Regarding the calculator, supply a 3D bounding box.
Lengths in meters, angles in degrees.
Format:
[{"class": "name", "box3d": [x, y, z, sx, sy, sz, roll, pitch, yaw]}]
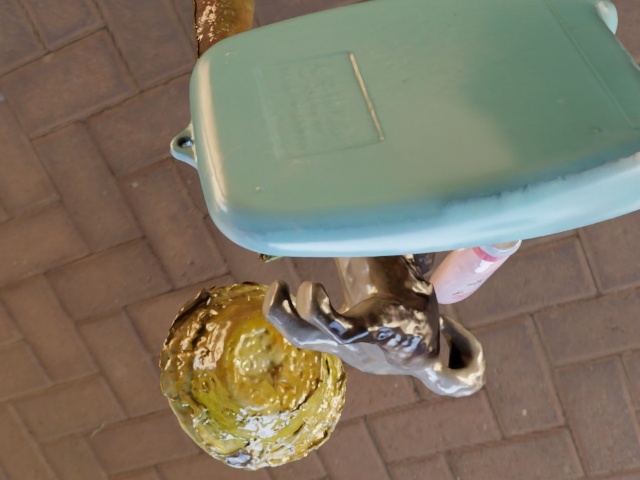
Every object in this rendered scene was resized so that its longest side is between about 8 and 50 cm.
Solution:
[{"class": "calculator", "box3d": [0.081, -0.100, 0.605, 0.386, 0.256, 0.054, -11, 141, -6]}]

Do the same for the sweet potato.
[{"class": "sweet potato", "box3d": [-0.113, -0.222, 0.912, 0.075, 0.273, 0.075, -2, 135, -2]}]

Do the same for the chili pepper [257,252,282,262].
[{"class": "chili pepper", "box3d": [0.000, 0.000, 1.219, 0.202, 0.052, 0.050, -2, 116, -24]}]

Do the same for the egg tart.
[{"class": "egg tart", "box3d": [-0.087, 0.188, 1.186, 0.295, 0.295, 0.116, 40, 151, -4]}]

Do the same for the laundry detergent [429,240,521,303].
[{"class": "laundry detergent", "box3d": [0.299, 0.033, 1.548, 0.159, 0.335, 0.088, -36, 79, -15]}]

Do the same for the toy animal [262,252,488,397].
[{"class": "toy animal", "box3d": [0.102, 0.025, 1.059, 0.303, 0.344, 0.194, 24, 151, -19]}]
